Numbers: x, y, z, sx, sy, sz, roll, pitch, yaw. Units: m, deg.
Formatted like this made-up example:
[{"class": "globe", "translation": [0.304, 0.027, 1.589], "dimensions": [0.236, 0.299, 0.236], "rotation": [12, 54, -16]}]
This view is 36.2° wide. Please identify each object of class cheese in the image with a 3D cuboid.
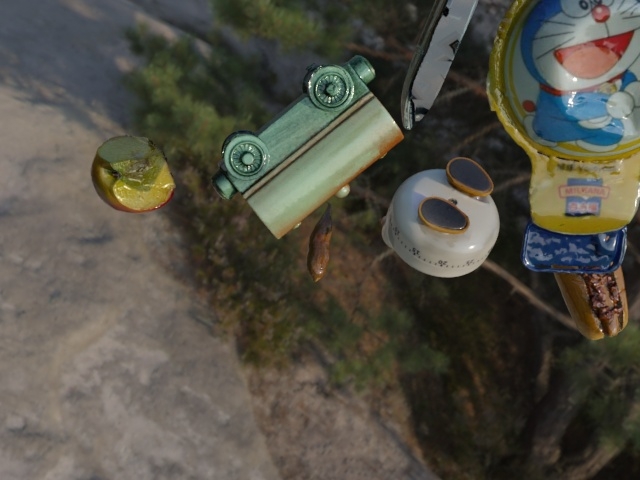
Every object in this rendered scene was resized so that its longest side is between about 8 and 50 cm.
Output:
[{"class": "cheese", "translation": [0.213, -0.101, 0.757], "dimensions": [0.177, 0.270, 0.069], "rotation": [1, 22, -4]}]

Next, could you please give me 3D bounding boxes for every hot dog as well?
[{"class": "hot dog", "translation": [0.401, 0.028, 1.489], "dimensions": [0.076, 0.102, 0.249], "rotation": [45, 31, -75]}]

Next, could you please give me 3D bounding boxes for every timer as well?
[{"class": "timer", "translation": [0.244, -0.027, 2.023], "dimensions": [0.233, 0.240, 0.233], "rotation": [6, 55, -9]}]

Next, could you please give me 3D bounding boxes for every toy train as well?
[{"class": "toy train", "translation": [-0.016, -0.132, 1.403], "dimensions": [0.177, 0.285, 0.116], "rotation": [51, -1, -13]}, {"class": "toy train", "translation": [0.167, -0.284, 1.426], "dimensions": [0.055, 0.252, 0.048], "rotation": [15, 16, -30]}]

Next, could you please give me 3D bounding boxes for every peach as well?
[{"class": "peach", "translation": [-0.315, -0.108, 1.611], "dimensions": [0.151, 0.118, 0.151], "rotation": [11, 68, -29]}]

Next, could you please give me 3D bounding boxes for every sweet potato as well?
[{"class": "sweet potato", "translation": [0.000, 0.000, 2.166], "dimensions": [0.056, 0.056, 0.195], "rotation": [18, 70, -24]}]
